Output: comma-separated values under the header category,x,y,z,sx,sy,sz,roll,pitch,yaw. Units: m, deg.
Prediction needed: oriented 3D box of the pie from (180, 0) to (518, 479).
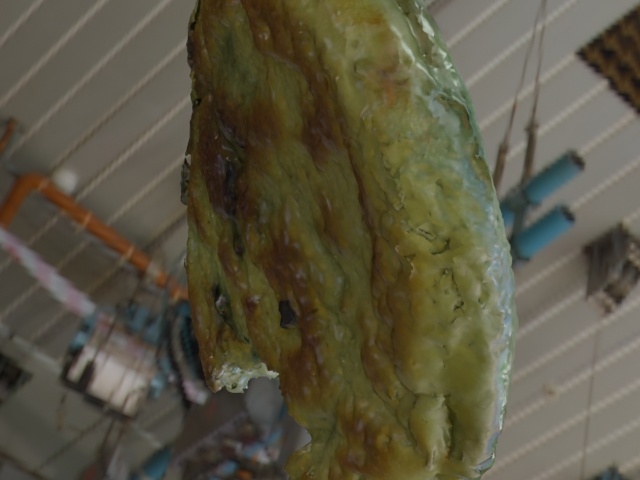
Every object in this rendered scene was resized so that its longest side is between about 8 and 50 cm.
category,x,y,z,sx,sy,sz,roll,pitch,yaw
pie,0.001,-0.007,0.804,0.066,0.302,0.303,-13,-44,-25
